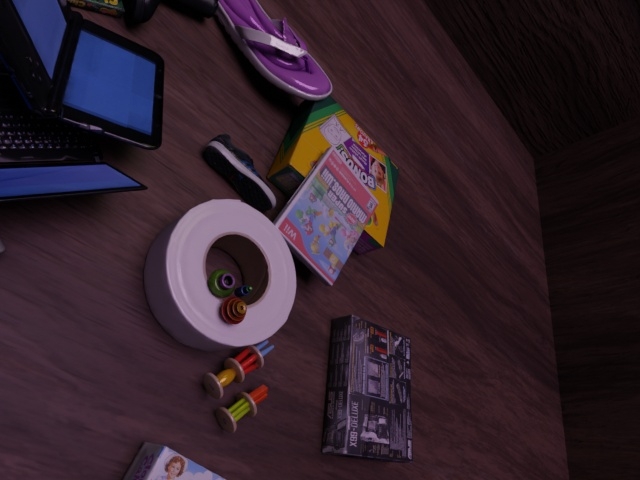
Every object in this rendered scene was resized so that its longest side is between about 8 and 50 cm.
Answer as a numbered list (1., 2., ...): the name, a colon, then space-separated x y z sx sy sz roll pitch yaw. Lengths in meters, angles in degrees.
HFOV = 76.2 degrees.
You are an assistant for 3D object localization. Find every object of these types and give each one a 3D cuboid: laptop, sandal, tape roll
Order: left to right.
1. laptop: -0.432 -0.170 0.608 0.234 0.136 0.264 -15 87 -49
2. tape roll: -0.184 0.066 0.793 0.286 0.100 0.286 20 60 -39
3. sandal: -0.129 -0.523 1.038 0.416 0.102 0.169 43 56 -4

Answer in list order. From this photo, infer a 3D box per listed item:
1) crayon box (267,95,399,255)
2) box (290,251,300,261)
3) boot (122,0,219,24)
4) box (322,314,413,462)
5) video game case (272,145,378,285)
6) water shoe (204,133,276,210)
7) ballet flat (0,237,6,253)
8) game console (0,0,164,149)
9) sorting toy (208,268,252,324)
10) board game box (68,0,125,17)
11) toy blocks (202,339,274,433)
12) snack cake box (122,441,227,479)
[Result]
1. crayon box: 0.058 -0.189 1.146 0.363 0.106 0.313 38 49 -28
2. box: 0.000 0.000 1.031 0.126 0.072 0.137 38 49 -30
3. boot: -0.326 -0.557 0.915 0.207 0.094 0.246 6 63 -40
4. box: 0.125 0.365 1.000 0.242 0.076 0.307 27 55 -36
5. video game case: 0.023 -0.064 0.983 0.204 0.025 0.285 47 57 -24
6. water shoe: -0.166 -0.157 0.927 0.203 0.073 0.080 47 44 -22
7. ballet flat: -0.495 0.058 0.502 0.213 0.072 0.068 -54 143 -41
8. game console: -0.371 -0.330 0.666 0.173 0.250 0.293 -6 56 -12
9. sorting toy: -0.149 0.093 0.710 0.061 0.042 0.102 -18 87 -48
10. board game box: -0.512 -0.510 0.754 0.260 0.030 0.136 -12 80 -48
11. toy blocks: -0.137 0.268 0.778 0.148 0.054 0.123 -26 102 -46
12. snack cake box: -0.192 0.445 0.628 0.264 0.089 0.152 44 48 -24
